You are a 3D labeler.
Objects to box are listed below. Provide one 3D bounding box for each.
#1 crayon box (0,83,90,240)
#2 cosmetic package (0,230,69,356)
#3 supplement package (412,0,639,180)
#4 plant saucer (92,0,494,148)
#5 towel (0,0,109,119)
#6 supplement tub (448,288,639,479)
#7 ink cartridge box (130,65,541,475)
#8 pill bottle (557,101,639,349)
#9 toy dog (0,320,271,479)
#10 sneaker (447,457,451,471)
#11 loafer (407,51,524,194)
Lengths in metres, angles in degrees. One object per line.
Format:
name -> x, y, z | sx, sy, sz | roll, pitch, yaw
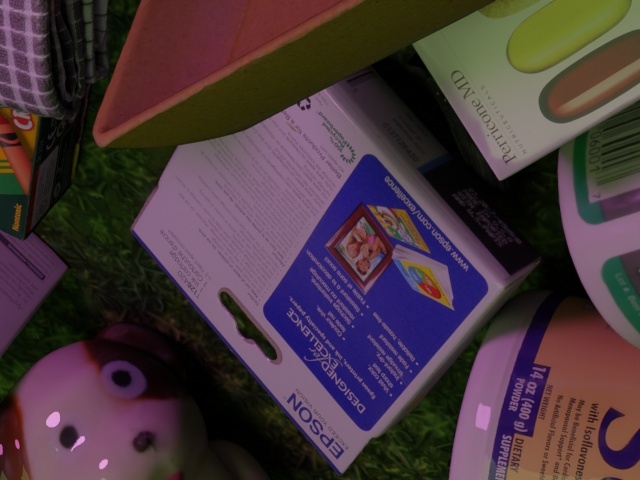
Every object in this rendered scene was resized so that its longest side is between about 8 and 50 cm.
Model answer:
crayon box -> -0.351, -0.214, 1.368 | 0.313, 0.106, 0.363 | 25, 135, 7
cosmetic package -> -0.404, 0.093, 1.574 | 0.138, 0.224, 0.224 | 46, 134, -13
supplement package -> 0.193, -0.165, 1.010 | 0.244, 0.134, 0.139 | -32, 93, 27
plant saucer -> 0.022, -0.216, 1.028 | 0.333, 0.333, 0.081 | -22, 131, 39
towel -> -0.279, -0.236, 1.152 | 0.235, 0.121, 0.283 | 15, 132, 16
supplement tub -> 0.290, 0.182, 1.264 | 0.331, 0.241, 0.241 | 11, 131, 20
ink cartridge box -> 0.000, 0.000, 1.324 | 0.303, 0.072, 0.307 | 49, 140, 13
pill bottle -> 0.358, -0.054, 1.052 | 0.361, 0.204, 0.204 | -19, 116, 39
toy dog -> -0.178, 0.279, 1.619 | 0.395, 0.284, 0.408 | 40, 153, 50
sneaker -> 0.160, 0.233, 1.525 | 0.083, 0.031, 0.035 | 19, 134, 13
loafer -> 0.108, -0.138, 1.212 | 0.078, 0.076, 0.223 | 2, 123, 33
